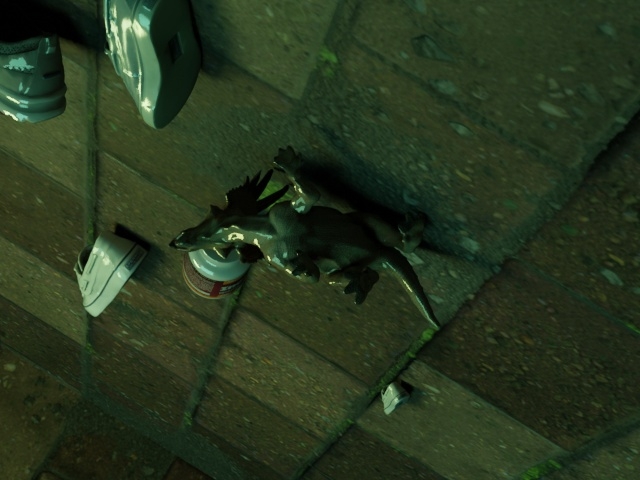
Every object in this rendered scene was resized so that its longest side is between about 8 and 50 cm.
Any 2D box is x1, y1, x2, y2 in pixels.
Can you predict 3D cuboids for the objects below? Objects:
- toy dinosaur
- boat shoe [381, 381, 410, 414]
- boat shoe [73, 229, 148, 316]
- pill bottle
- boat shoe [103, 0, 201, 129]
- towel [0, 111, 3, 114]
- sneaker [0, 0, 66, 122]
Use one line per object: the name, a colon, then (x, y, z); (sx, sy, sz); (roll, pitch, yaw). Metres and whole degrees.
toy dinosaur: (0.000, 0.000, 1.731); (0.295, 0.127, 0.200); (23, 171, -10)
boat shoe: (0.103, 0.222, 2.265); (0.035, 0.035, 0.100); (57, 170, 12)
boat shoe: (-0.332, 0.041, 2.428); (0.084, 0.095, 0.258); (38, 151, -5)
pill bottle: (-0.129, 0.018, 2.022); (0.086, 0.086, 0.152); (32, 162, 1)
boat shoe: (-0.174, -0.196, 1.577); (0.081, 0.079, 0.227); (34, 157, 15)
towel: (-0.464, -0.204, 1.922); (0.199, 0.031, 0.275); (28, -173, 10)
sneaker: (-0.384, -0.247, 1.791); (0.281, 0.105, 0.115); (31, 125, 23)
